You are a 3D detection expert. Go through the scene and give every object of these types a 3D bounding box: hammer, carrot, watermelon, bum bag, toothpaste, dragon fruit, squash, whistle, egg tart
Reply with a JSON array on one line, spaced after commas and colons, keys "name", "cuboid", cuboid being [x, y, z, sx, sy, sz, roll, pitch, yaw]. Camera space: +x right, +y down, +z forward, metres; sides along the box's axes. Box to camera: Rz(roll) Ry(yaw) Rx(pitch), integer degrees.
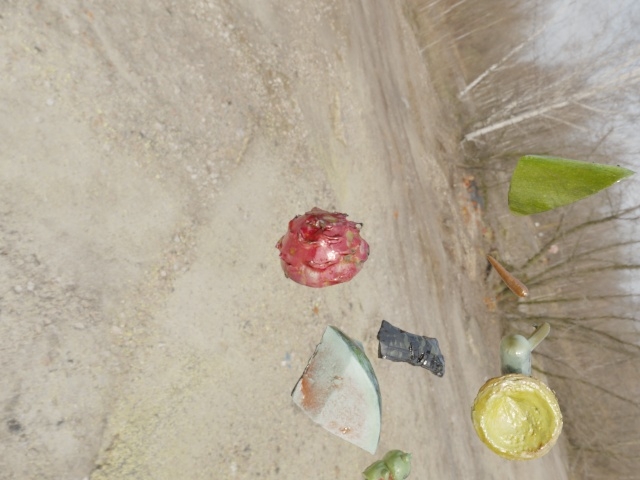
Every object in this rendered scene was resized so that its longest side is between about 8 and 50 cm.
[{"name": "hammer", "cuboid": [0.797, 0.401, 1.680, 0.305, 0.113, 0.202, -31, 125, -30]}, {"name": "carrot", "cuboid": [0.708, 0.133, 1.671, 0.048, 0.048, 0.216, 31, 20, -54]}, {"name": "watermelon", "cuboid": [0.042, 0.381, 1.061, 0.320, 0.213, 0.289, 106, -37, -60]}, {"name": "bum bag", "cuboid": [0.330, 0.386, 1.564, 0.340, 0.095, 0.144, 23, 58, -27]}, {"name": "toothpaste", "cuboid": [0.152, 0.517, 2.093, 0.313, 0.071, 0.089, 44, 28, -64]}, {"name": "dragon fruit", "cuboid": [0.000, 0.000, 1.790, 0.386, 0.371, 0.249, 41, -35, 44]}, {"name": "squash", "cuboid": [0.594, -0.103, 1.060, 0.093, 0.252, 0.169, -33, 127, -33]}, {"name": "whistle", "cuboid": [0.207, 0.820, 1.509, 0.106, 0.288, 0.131, 53, -21, 24]}, {"name": "egg tart", "cuboid": [0.685, 0.615, 1.552, 0.120, 0.315, 0.315, 3, 70, -79]}]
